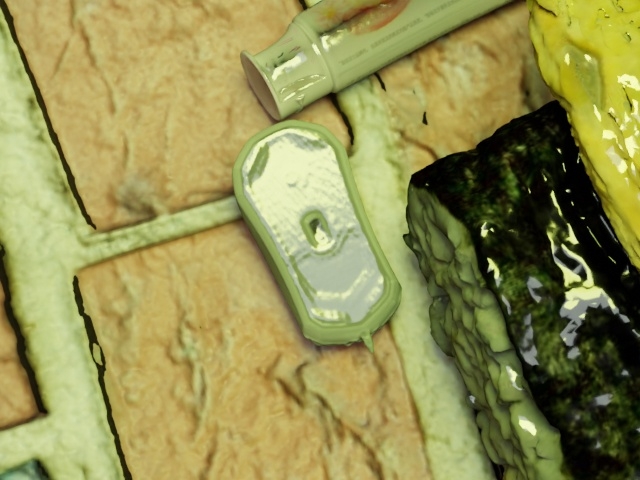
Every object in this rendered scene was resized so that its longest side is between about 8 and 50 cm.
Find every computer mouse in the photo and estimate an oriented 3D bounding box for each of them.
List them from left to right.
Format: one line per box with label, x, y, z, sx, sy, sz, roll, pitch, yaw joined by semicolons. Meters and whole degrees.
computer mouse;0.000;0.000;1.213;0.089;0.056;0.182;-26;91;-3

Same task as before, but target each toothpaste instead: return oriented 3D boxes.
toothpaste;0.091;-0.195;1.243;0.323;0.066;0.100;-30;78;-10

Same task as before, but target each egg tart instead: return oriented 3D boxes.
egg tart;0.264;-0.089;1.089;0.132;0.345;0.345;-32;82;26

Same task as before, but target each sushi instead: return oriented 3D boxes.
sushi;0.186;0.085;1.132;0.170;0.211;0.350;-23;88;-9
